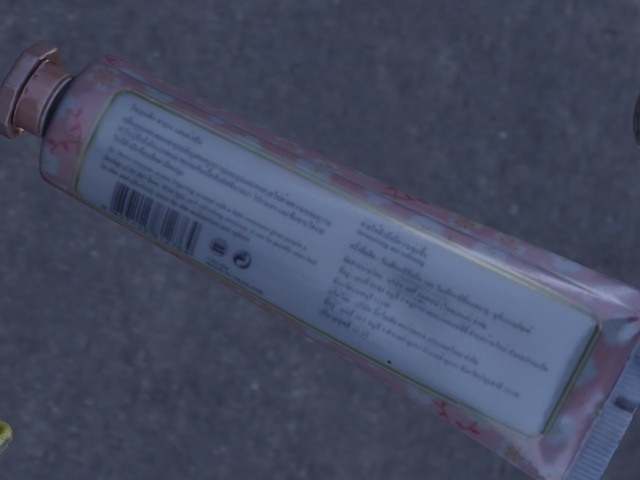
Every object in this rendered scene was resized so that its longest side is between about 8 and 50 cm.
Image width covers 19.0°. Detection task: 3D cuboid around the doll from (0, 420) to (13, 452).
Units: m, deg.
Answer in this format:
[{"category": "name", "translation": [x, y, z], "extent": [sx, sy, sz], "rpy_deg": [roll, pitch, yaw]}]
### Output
[{"category": "doll", "translation": [-0.284, 0.070, 1.288], "extent": [0.129, 0.081, 0.207], "rpy_deg": [-35, 112, -6]}]

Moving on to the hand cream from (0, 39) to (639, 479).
[{"category": "hand cream", "translation": [0.000, 0.000, 0.565], "extent": [0.067, 0.209, 0.043], "rpy_deg": [-64, 171, 18]}]

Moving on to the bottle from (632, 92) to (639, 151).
[{"category": "bottle", "translation": [0.263, -0.073, 1.250], "extent": [0.152, 0.099, 0.099], "rpy_deg": [-110, -155, -80]}]
